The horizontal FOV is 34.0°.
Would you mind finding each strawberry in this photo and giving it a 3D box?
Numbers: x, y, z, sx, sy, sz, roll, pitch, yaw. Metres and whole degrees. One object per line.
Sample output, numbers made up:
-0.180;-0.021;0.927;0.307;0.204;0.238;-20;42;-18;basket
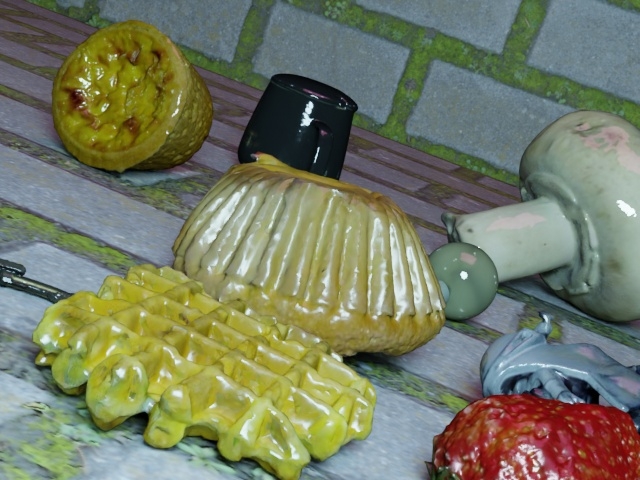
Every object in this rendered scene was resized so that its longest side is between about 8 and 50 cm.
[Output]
0.160;0.148;0.718;0.187;0.082;0.146;-7;29;-34;strawberry

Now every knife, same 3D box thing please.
-0.277;0.018;0.826;0.222;0.021;0.045;19;9;1;knife

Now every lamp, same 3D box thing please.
0.134;0.058;1.179;0.091;0.091;0.163;27;31;30;lamp

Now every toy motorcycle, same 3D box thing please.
0.241;0.139;0.918;0.270;0.106;0.159;3;26;-42;toy motorcycle

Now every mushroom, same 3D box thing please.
0.345;-0.014;1.489;0.336;0.314;0.314;-15;22;-11;mushroom

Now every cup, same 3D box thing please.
-0.024;-0.160;1.638;0.169;0.176;0.223;18;11;-23;cup

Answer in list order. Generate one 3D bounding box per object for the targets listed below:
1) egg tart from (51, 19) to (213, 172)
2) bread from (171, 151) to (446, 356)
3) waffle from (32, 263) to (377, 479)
-0.235;-0.174;1.390;0.202;0.202;0.147;25;-1;24;egg tart
-0.007;0.014;0.977;0.274;0.149;0.274;13;9;-2;bread
-0.077;0.093;0.727;0.229;0.057;0.219;23;13;13;waffle
